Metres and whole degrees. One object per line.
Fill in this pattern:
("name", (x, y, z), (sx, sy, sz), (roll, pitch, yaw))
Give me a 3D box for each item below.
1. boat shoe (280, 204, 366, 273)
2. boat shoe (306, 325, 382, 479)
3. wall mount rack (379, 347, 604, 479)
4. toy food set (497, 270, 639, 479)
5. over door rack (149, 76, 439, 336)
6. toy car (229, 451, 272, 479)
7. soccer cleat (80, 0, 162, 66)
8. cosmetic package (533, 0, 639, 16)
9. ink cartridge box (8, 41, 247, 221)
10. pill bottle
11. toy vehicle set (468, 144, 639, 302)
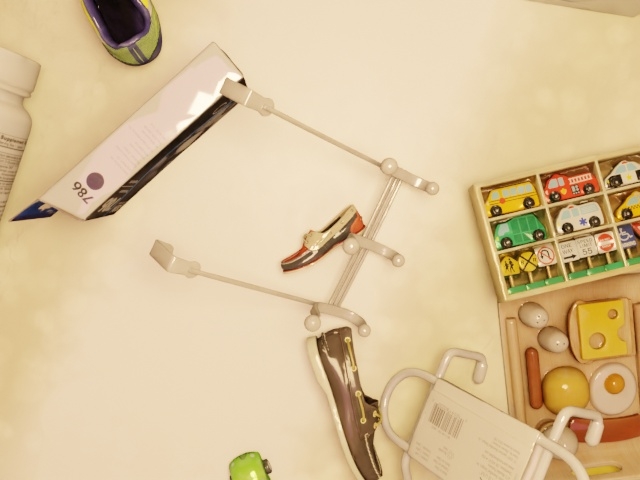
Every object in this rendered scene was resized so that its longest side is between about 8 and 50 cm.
("boat shoe", (0.000, 0.000, 1.016), (0.137, 0.049, 0.043), (-31, 108, -6))
("boat shoe", (0.049, 0.235, 1.020), (0.068, 0.081, 0.228), (-20, 92, 3))
("wall mount rack", (0.214, 0.322, 0.954), (0.130, 0.350, 0.304), (19, 93, -37))
("toy food set", (0.382, 0.193, 1.026), (0.219, 0.092, 0.306), (-7, 95, -2))
("over door rack", (-0.016, -0.020, 0.908), (0.324, 0.108, 0.240), (22, 97, -30))
("toy car", (-0.073, 0.417, 1.041), (0.239, 0.053, 0.225), (-23, 95, -1))
("soccer cleat", (-0.293, -0.366, 0.942), (0.093, 0.121, 0.289), (-27, 94, 0))
("cosmetic package", (0.356, -0.394, 0.917), (0.224, 0.225, 0.138), (8, 94, -4))
("ink cartridge box", (-0.236, -0.115, 0.942), (0.332, 0.165, 0.065), (-40, 96, 1))
("pill bottle", (-0.473, -0.119, 0.933), (0.160, 0.160, 0.283), (19, 93, -4))
("toy vehicle set", (0.352, -0.025, 0.990), (0.266, 0.035, 0.166), (-13, 82, -5))
